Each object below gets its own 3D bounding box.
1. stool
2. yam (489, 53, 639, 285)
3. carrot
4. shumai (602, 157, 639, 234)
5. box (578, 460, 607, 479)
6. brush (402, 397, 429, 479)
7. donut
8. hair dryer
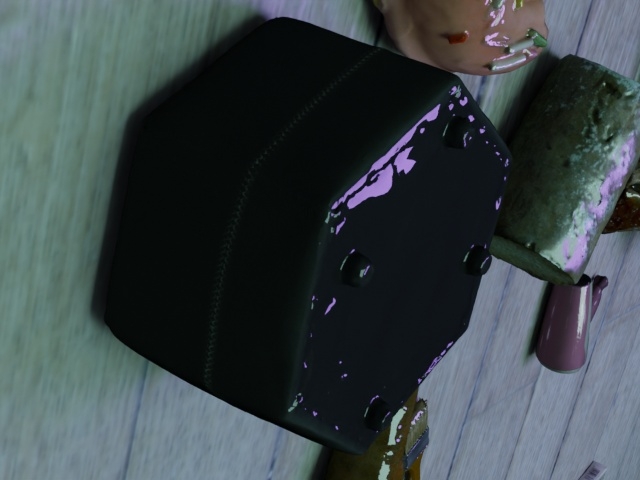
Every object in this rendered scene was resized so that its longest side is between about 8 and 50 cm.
[{"bbox_3d":[0.000,0.000,0.680,0.232,0.141,0.232,-38,142,-39],"label":"stool"},{"bbox_3d":[0.209,-0.067,1.016,0.194,0.107,0.107,-61,151,-10],"label":"yam"},{"bbox_3d":[0.040,0.167,0.958,0.070,0.070,0.342,1,109,-59],"label":"carrot"},{"bbox_3d":[0.320,-0.042,1.214,0.105,0.123,0.139,-58,166,10],"label":"shumai"},{"bbox_3d":[0.378,0.359,1.703,0.054,0.024,0.083,-38,141,-42],"label":"box"},{"bbox_3d":[0.086,0.212,1.119,0.043,0.014,0.170,-44,146,-34],"label":"brush"},{"bbox_3d":[0.115,-0.216,0.770,0.199,0.085,0.233,0,109,-58],"label":"donut"},{"bbox_3d":[0.282,0.070,1.316,0.154,0.054,0.106,-34,135,-59],"label":"hair dryer"}]
